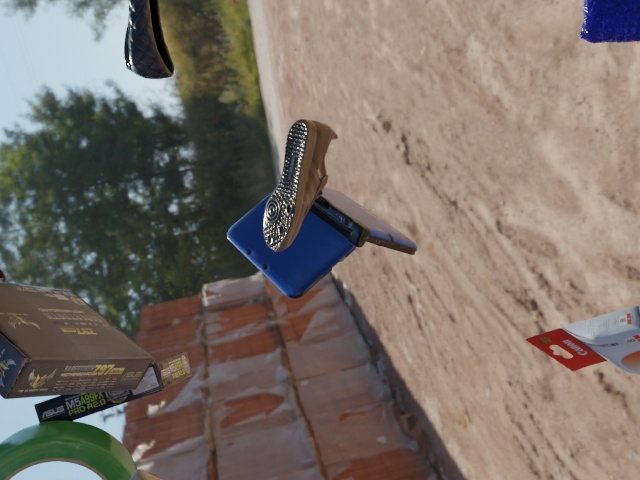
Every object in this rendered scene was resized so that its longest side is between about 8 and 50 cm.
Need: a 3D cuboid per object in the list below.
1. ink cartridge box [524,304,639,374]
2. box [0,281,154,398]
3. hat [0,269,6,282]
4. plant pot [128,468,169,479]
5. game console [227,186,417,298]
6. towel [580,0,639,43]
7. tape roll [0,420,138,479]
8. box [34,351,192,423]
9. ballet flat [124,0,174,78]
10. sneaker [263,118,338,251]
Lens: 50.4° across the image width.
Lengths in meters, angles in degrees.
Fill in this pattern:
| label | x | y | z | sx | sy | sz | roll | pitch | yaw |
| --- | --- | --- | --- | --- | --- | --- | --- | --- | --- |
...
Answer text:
| label | x | y | z | sx | sy | sz | roll | pitch | yaw |
| --- | --- | --- | --- | --- | --- | --- | --- | --- | --- |
| ink cartridge box | 0.418 | 0.163 | 0.999 | 0.145 | 0.179 | 0.045 | 32 | -133 | -32 |
| box | -0.352 | 0.122 | 0.867 | 0.183 | 0.059 | 0.232 | 33 | -175 | 24 |
| hat | -0.523 | -0.044 | 0.823 | 0.208 | 0.183 | 0.173 | 55 | -155 | -63 |
| plant pot | -0.228 | 0.402 | 0.939 | 0.096 | 0.109 | 0.109 | 28 | 168 | 47 |
| game console | 0.000 | 0.000 | 1.371 | 0.293 | 0.250 | 0.173 | 39 | 108 | 47 |
| towel | 0.483 | -0.370 | 0.836 | 0.076 | 0.308 | 0.228 | 3 | -88 | -51 |
| tape roll | -0.521 | 0.519 | 1.342 | 0.077 | 0.321 | 0.321 | -135 | 32 | -71 |
| box | -0.435 | 0.319 | 1.460 | 0.216 | 0.270 | 0.060 | 24 | -133 | -84 |
| ballet flat | -0.163 | -0.245 | 0.663 | 0.057 | 0.049 | 0.173 | -81 | -1 | -62 |
| sneaker | -0.021 | -0.071 | 0.942 | 0.066 | 0.071 | 0.189 | 34 | 113 | 45 |
